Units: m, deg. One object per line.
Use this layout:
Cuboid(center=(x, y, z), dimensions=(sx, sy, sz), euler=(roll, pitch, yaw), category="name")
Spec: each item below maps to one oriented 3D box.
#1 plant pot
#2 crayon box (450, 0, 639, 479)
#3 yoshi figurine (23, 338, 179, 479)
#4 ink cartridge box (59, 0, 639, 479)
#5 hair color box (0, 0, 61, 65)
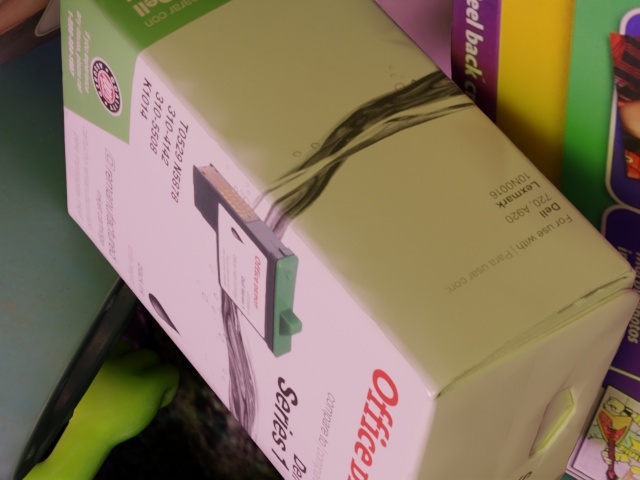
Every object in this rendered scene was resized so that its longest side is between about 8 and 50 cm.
Cuboid(center=(-0.198, -0.018, 0.902), dimensions=(0.235, 0.293, 0.293), euler=(30, 131, 0), category="plant pot")
Cuboid(center=(0.205, 0.013, 0.685), dimensions=(0.313, 0.106, 0.363), euler=(22, 140, 24), category="crayon box")
Cuboid(center=(-0.159, 0.148, 1.066), dimensions=(0.362, 0.203, 0.203), euler=(28, 170, 3), category="yoshi figurine")
Cuboid(center=(0.000, 0.000, 0.707), dimensions=(0.219, 0.093, 0.160), euler=(49, 154, 25), category="ink cartridge box")
Cuboid(center=(-0.143, -0.134, 0.641), dimensions=(0.105, 0.347, 0.174), euler=(41, 132, 12), category="hair color box")
